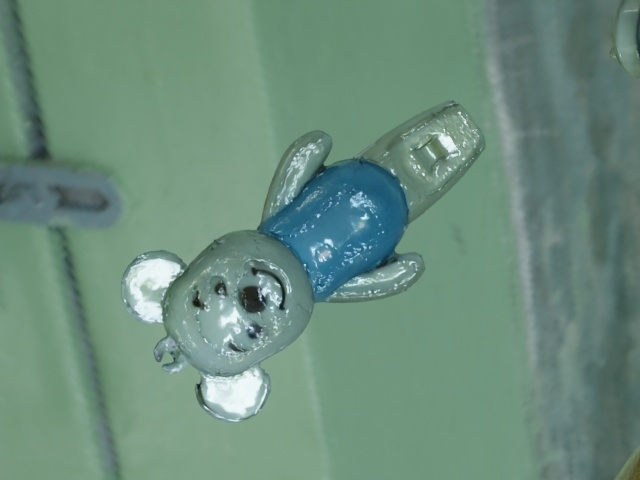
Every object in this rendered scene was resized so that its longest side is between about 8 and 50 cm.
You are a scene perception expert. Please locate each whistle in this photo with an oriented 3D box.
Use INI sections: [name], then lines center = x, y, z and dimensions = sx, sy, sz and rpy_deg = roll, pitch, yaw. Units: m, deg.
[whistle]
center = 0.000, 0.000, 1.122
dimensions = 0.114, 0.236, 0.077
rpy_deg = 53, 168, -2

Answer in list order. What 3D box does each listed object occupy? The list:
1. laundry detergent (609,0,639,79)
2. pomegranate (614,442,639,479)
[laundry detergent]
center = 0.180, -0.069, 0.619
dimensions = 0.206, 0.061, 0.096
rpy_deg = 6, 89, 43
[pomegranate]
center = 0.267, 0.176, 0.811
dimensions = 0.410, 0.410, 0.410
rpy_deg = 13, 120, 23
